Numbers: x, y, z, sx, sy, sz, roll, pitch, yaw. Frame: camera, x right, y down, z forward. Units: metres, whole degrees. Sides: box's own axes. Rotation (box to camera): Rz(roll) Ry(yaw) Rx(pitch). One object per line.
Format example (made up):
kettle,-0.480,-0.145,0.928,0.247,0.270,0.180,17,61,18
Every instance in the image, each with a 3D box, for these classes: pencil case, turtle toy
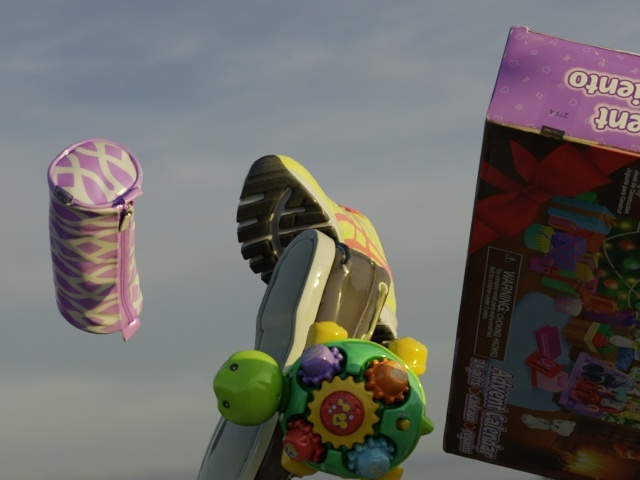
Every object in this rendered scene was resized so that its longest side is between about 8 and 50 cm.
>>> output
pencil case,-0.196,0.000,1.393,0.088,0.086,0.206,30,-34,15
turtle toy,0.002,0.095,0.905,0.130,0.095,0.066,11,0,9

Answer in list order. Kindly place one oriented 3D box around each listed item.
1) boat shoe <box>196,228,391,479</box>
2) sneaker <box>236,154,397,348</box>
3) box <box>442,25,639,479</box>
boat shoe,-0.019,0.109,0.995,0.069,0.227,0.081,25,-10,-23
sneaker,0.000,0.000,1.223,0.081,0.094,0.208,-10,-46,24
box,0.167,0.035,0.726,0.201,0.057,0.293,12,-33,9
